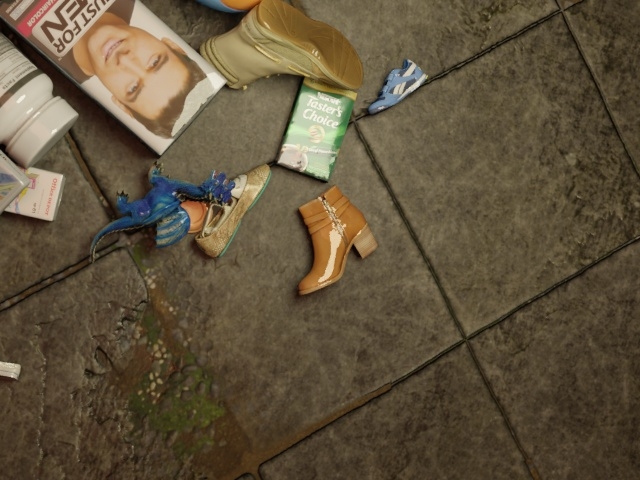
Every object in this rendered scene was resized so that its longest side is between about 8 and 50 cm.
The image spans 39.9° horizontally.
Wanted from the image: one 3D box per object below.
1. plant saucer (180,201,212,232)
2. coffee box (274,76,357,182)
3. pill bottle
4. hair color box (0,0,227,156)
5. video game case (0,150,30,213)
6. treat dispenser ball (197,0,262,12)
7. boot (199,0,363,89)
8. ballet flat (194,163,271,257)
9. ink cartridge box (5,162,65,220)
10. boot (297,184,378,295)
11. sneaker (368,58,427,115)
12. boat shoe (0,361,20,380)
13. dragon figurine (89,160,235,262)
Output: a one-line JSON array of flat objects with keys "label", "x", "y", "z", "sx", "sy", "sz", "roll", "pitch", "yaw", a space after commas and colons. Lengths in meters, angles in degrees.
[{"label": "plant saucer", "x": -0.246, "y": -0.056, "z": 1.673, "sx": 0.083, "sy": 0.013, "sz": 0.083, "roll": 0, "pitch": 92, "yaw": -12}, {"label": "coffee box", "x": -0.009, "y": -0.216, "z": 1.703, "sx": 0.113, "sy": 0.040, "sz": 0.184, "roll": 20, "pitch": 87, "yaw": -10}, {"label": "pill bottle", "x": -0.571, "y": -0.268, "z": 1.525, "sx": 0.283, "sy": 0.161, "sz": 0.161, "roll": 44, "pitch": 83, "yaw": -10}, {"label": "hair color box", "x": -0.371, "y": -0.341, "z": 1.588, "sx": 0.374, "sy": 0.113, "sz": 0.185, "roll": 41, "pitch": 84, "yaw": -11}, {"label": "video game case", "x": -0.707, "y": -0.100, "z": 1.499, "sx": 0.329, "sy": 0.036, "sz": 0.300, "roll": -41, "pitch": 100, "yaw": 17}, {"label": "treat dispenser ball", "x": -0.147, "y": -0.545, "z": 1.538, "sx": 0.288, "sy": 0.288, "sz": 0.288, "roll": 0, "pitch": 92, "yaw": -12}, {"label": "boot", "x": -0.069, "y": -0.329, "z": 1.626, "sx": 0.262, "sy": 0.203, "sz": 0.095, "roll": 22, "pitch": 63, "yaw": -38}, {"label": "ballet flat", "x": -0.169, "y": -0.065, "z": 1.656, "sx": 0.067, "sy": 0.073, "sz": 0.206, "roll": 33, "pitch": 84, "yaw": -28}, {"label": "ink cartridge box", "x": -0.532, "y": -0.090, "z": 1.594, "sx": 0.122, "sy": 0.052, "sz": 0.089, "roll": 13, "pitch": 89, "yaw": -13}, {"label": "boot", "x": 0.000, "y": 0.000, "z": 1.699, "sx": 0.197, "sy": 0.073, "sz": 0.152, "roll": -38, "pitch": 100, "yaw": -20}, {"label": "sneaker", "x": 0.141, "y": -0.299, "z": 1.727, "sx": 0.144, "sy": 0.053, "sz": 0.059, "roll": -40, "pitch": 100, "yaw": -16}, {"label": "boat shoe", "x": -0.596, "y": 0.227, "z": 1.604, "sx": 0.100, "sy": 0.035, "sz": 0.035, "roll": 13, "pitch": 62, "yaw": -8}, {"label": "dragon figurine", "x": -0.291, "y": -0.047, "z": 1.591, "sx": 0.289, "sy": 0.144, "sz": 0.085, "roll": -40, "pitch": 144, "yaw": -13}]
